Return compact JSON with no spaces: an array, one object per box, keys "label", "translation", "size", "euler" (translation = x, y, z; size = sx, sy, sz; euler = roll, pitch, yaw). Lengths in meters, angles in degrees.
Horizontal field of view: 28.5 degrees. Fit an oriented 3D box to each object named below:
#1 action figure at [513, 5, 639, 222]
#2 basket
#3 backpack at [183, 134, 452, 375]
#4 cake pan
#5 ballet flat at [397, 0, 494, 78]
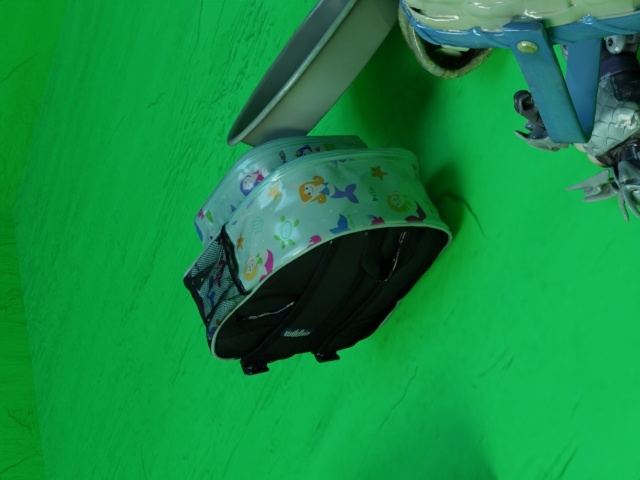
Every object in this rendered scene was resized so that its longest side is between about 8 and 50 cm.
[{"label":"action figure","translation":[0.218,-0.147,0.974],"size":[0.185,0.099,0.285],"euler":[-29,64,49]},{"label":"basket","translation":[0.145,-0.219,0.786],"size":[0.289,0.201,0.255],"euler":[39,-125,-67]},{"label":"backpack","translation":[0.000,0.000,1.269],"size":[0.253,0.225,0.191],"euler":[-45,57,51]},{"label":"cake pan","translation":[0.007,-0.205,1.337],"size":[0.293,0.054,0.293],"euler":[-50,12,15]},{"label":"ballet flat","translation":[0.154,-0.289,1.099],"size":[0.123,0.123,0.349],"euler":[-111,30,-43]}]
